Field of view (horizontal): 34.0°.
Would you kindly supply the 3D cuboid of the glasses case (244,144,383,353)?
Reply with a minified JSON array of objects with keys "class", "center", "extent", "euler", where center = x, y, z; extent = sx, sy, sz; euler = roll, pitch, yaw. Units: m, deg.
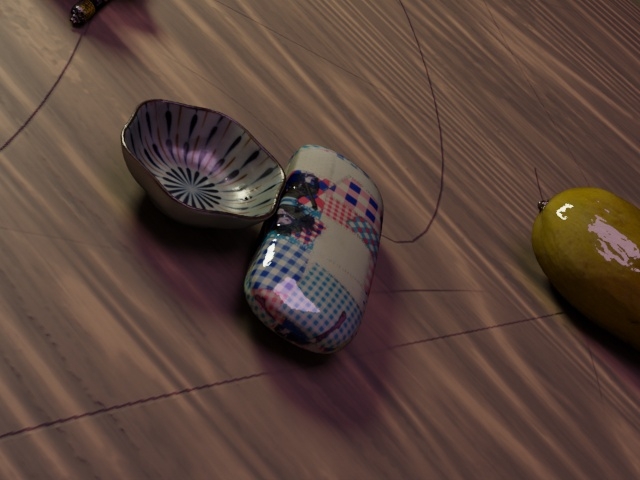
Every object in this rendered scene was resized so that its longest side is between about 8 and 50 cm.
[{"class":"glasses case","center":[0.000,0.000,1.132],"extent":[0.125,0.076,0.327],"euler":[31,33,-11]}]

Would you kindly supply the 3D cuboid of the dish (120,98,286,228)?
[{"class":"dish","center":[-0.133,-0.066,1.110],"extent":[0.191,0.066,0.190],"euler":[21,36,-16]}]

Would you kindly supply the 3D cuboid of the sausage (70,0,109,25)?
[{"class":"sausage","center":[-0.276,-0.316,1.340],"extent":[0.028,0.025,0.198],"euler":[45,31,-12]}]

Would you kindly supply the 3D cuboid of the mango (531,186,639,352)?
[{"class":"mango","center":[0.422,0.055,1.397],"extent":[0.332,0.142,0.195],"euler":[39,36,-8]}]
